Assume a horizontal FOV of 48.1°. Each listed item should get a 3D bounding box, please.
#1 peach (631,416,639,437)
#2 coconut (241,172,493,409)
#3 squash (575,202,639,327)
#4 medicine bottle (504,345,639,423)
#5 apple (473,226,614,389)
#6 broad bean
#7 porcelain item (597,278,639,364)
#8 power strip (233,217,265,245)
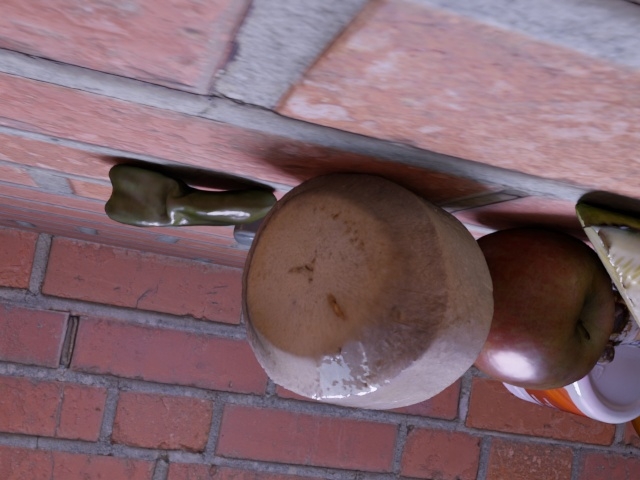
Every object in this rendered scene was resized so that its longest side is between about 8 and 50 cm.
[{"bbox_3d":[0.813,0.320,1.515,0.342,0.343,0.302,9,165,4],"label":"peach"},{"bbox_3d":[0.054,0.059,0.752,0.237,0.237,0.266,6,175,31],"label":"coconut"},{"bbox_3d":[0.303,0.036,0.729,0.252,0.093,0.169,11,129,-23],"label":"squash"},{"bbox_3d":[0.512,0.217,1.427,0.252,0.253,0.241,12,173,-24],"label":"medicine bottle"},{"bbox_3d":[0.240,0.076,0.839,0.188,0.188,0.174,15,173,-42],"label":"apple"},{"bbox_3d":[-0.161,-0.043,0.894,0.206,0.072,0.153,10,180,-11],"label":"broad bean"},{"bbox_3d":[0.440,0.094,1.063,0.288,0.138,0.186,7,-168,-16],"label":"porcelain item"},{"bbox_3d":[0.000,0.001,1.119,0.265,0.059,0.193,9,174,-3],"label":"power strip"}]
